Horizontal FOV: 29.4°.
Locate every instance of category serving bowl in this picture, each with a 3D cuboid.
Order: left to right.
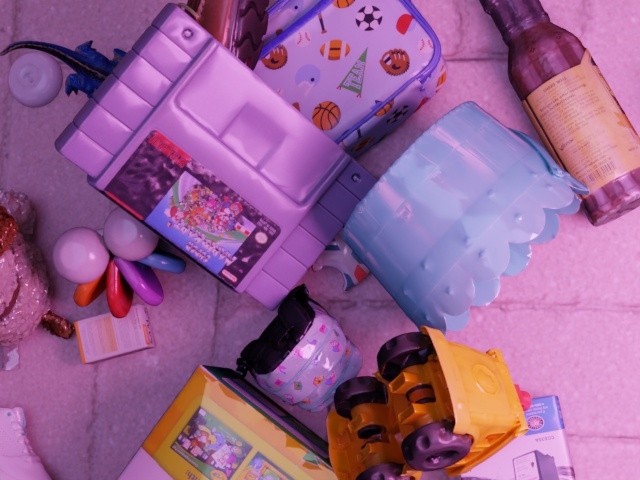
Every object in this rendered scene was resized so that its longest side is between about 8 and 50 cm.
[{"bbox_3d":[-0.420,-0.237,1.775,0.083,0.027,0.083,-1,84,11],"label":"serving bowl"}]

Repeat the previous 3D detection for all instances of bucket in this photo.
[{"bbox_3d":[0.173,-0.025,1.502,0.281,0.281,0.183,-46,79,3],"label":"bucket"}]

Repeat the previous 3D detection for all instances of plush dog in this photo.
[{"bbox_3d":[-0.457,0.068,1.643,0.211,0.225,0.262,36,91,14],"label":"plush dog"}]

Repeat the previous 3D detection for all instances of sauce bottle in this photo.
[{"bbox_3d":[0.314,-0.190,1.571,0.111,0.111,0.344,-28,80,7],"label":"sauce bottle"}]

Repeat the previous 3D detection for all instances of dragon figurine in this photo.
[{"bbox_3d":[-0.277,-0.211,1.655,0.144,0.289,0.085,24,85,52],"label":"dragon figurine"}]

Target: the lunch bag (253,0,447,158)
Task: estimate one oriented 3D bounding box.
[{"bbox_3d":[-0.001,-0.229,1.644,0.303,0.115,0.243,-37,75,4],"label":"lunch bag"}]

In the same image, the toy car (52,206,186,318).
[{"bbox_3d":[-0.261,0.032,1.643,0.182,0.159,0.136,-24,86,8],"label":"toy car"}]

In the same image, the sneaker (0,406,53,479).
[{"bbox_3d":[-0.431,0.280,1.693,0.212,0.080,0.094,35,79,15],"label":"sneaker"}]

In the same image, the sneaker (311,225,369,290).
[{"bbox_3d":[0.000,0.000,1.631,0.161,0.057,0.075,42,94,-2],"label":"sneaker"}]

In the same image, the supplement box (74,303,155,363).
[{"bbox_3d":[-0.286,0.131,1.696,0.099,0.036,0.062,-15,80,10],"label":"supplement box"}]

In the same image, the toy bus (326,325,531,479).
[{"bbox_3d":[0.143,0.217,1.451,0.220,0.212,0.149,-45,48,37],"label":"toy bus"}]

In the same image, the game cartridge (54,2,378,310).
[{"bbox_3d":[-0.121,-0.090,1.495,0.355,0.068,0.230,39,87,-28],"label":"game cartridge"}]

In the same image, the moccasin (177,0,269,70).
[{"bbox_3d":[-0.160,-0.223,1.565,0.147,0.139,0.379,17,104,12],"label":"moccasin"}]

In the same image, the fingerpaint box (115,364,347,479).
[{"bbox_3d":[-0.070,0.437,1.548,0.445,0.163,0.371,35,90,14],"label":"fingerpaint box"}]

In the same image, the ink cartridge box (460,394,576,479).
[{"bbox_3d":[0.250,0.300,1.539,0.140,0.082,0.190,-13,79,10],"label":"ink cartridge box"}]

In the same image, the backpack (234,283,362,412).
[{"bbox_3d":[-0.021,0.144,1.559,0.115,0.182,0.152,35,86,-11],"label":"backpack"}]
